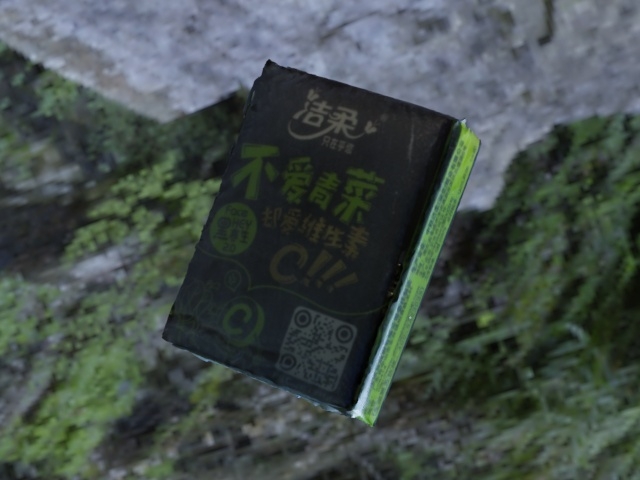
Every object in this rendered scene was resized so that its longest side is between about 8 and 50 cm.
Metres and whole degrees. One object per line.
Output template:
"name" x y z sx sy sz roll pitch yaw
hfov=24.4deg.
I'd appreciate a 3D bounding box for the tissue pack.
"tissue pack" 0.000 0.000 1.110 0.235 0.173 0.073 -70 159 -4
